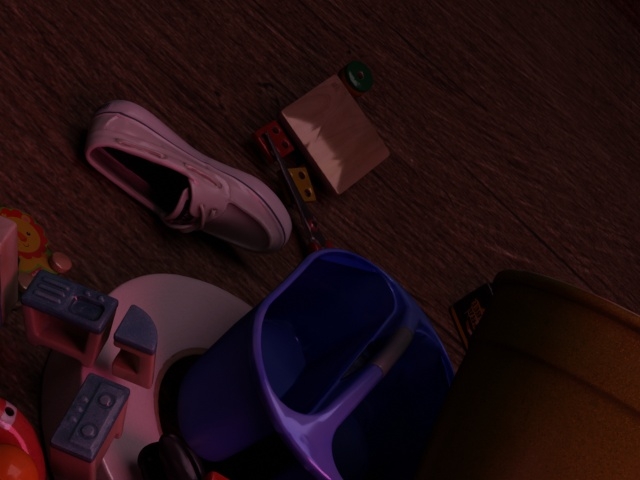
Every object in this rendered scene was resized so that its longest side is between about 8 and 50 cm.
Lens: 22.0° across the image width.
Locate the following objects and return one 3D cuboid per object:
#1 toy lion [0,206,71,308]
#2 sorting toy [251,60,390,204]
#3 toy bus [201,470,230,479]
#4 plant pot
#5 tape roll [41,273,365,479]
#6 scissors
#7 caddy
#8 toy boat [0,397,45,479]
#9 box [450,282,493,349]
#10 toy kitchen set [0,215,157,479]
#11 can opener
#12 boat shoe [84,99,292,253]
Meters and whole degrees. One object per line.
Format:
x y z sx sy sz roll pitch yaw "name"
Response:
-0.303 0.011 1.638 0.096 0.034 0.100 46 31 2 "toy lion"
0.004 -0.129 2.165 0.132 0.046 0.274 55 44 -4 "sorting toy"
-0.039 0.295 1.394 0.191 0.104 0.202 56 35 -13 "toy bus"
0.224 0.274 1.507 0.366 0.353 0.366 32 -9 6 "plant pot"
-0.108 0.212 1.656 0.392 0.072 0.392 35 34 -28 "tape roll"
0.000 0.000 2.052 0.109 0.021 0.297 7 57 -46 "scissors"
0.016 0.148 1.647 0.241 0.179 0.341 52 30 -4 "caddy"
-0.284 0.213 1.332 0.151 0.151 0.231 40 33 -23 "toy boat"
0.330 0.221 2.246 0.257 0.079 0.322 12 49 -51 "box"
-0.260 0.095 1.462 0.207 0.122 0.166 21 51 8 "toy kitchen set"
-0.114 0.263 1.476 0.073 0.059 0.186 27 41 -82 "can opener"
-0.150 -0.053 1.851 0.267 0.096 0.088 38 37 -22 "boat shoe"
